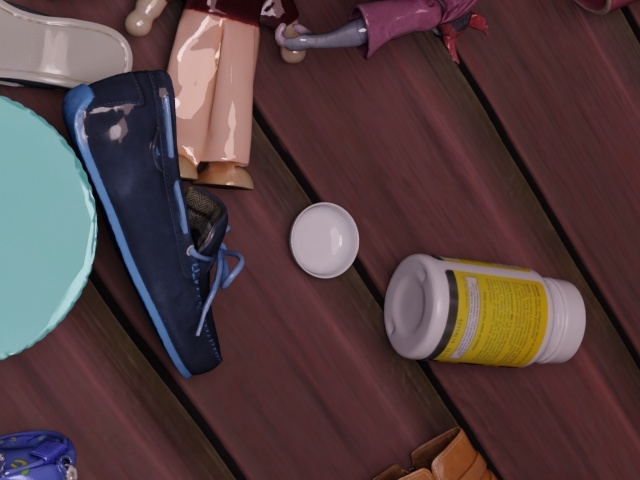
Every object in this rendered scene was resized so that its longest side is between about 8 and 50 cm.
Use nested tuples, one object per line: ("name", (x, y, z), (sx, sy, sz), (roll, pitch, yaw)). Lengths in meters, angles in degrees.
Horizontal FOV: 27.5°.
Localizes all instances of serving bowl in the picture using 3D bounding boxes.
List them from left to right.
("serving bowl", (0.000, 0.000, 1.441), (0.083, 0.027, 0.083), (1, 89, -26))

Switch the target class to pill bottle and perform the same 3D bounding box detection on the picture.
("pill bottle", (0.188, 0.083, 1.483), (0.209, 0.119, 0.119), (7, 86, -26))

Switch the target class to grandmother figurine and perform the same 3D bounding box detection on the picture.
("grandmother figurine", (-0.098, -0.227, 1.357), (0.208, 0.104, 0.342), (8, 88, -45))

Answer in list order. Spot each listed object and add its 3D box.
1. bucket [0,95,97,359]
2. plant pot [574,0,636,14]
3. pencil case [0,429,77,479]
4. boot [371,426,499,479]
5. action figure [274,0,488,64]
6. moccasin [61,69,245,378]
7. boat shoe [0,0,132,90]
("bucket", (-0.343, -0.008, 1.181), (0.281, 0.183, 0.281), (1, 87, -26))
("plant pot", (0.370, -0.370, 1.553), (0.180, 0.201, 0.201), (-36, 105, -7))
("pencil case", (-0.254, 0.329, 1.252), (0.119, 0.133, 0.306), (-28, 105, -58))
("boot", (0.198, 0.308, 1.506), (0.283, 0.109, 0.220), (-27, 97, -17))
("action figure", (0.073, -0.321, 1.304), (0.370, 0.276, 0.248), (37, 54, -34))
("moccasin", (-0.137, -0.005, 1.252), (0.117, 0.137, 0.342), (-24, 132, -10))
("boat shoe", (-0.310, -0.195, 1.260), (0.255, 0.079, 0.095), (6, 84, -29))
